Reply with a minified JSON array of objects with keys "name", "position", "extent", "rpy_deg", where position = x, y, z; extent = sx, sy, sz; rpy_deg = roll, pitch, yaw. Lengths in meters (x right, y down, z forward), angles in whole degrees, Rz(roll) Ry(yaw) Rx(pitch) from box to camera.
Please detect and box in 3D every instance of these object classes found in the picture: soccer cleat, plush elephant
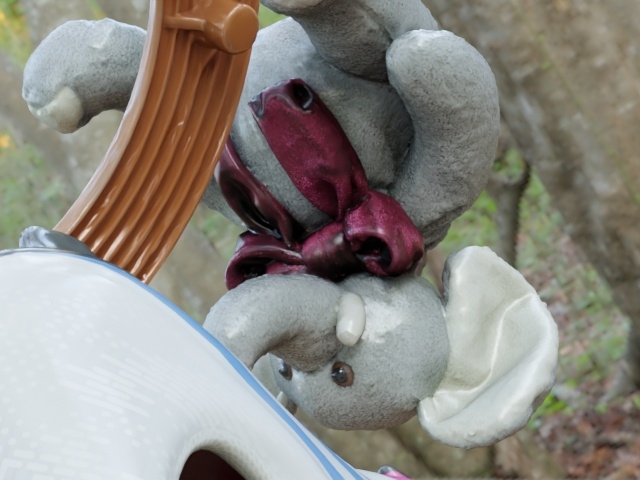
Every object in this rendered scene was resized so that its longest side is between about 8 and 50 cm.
[{"name":"soccer cleat","position":[-0.012,0.126,0.449],"extent":[0.116,0.331,0.143],"rpy_deg":[-42,45,5]},{"name":"plush elephant","position":[0.000,0.000,0.830],"extent":[0.271,0.255,0.330],"rpy_deg":[-14,-23,36]}]

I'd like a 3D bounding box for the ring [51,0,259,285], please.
[{"name":"ring","position":[-0.131,-0.067,0.467],"extent":[0.032,0.337,0.336],"rpy_deg":[25,45,35]}]
